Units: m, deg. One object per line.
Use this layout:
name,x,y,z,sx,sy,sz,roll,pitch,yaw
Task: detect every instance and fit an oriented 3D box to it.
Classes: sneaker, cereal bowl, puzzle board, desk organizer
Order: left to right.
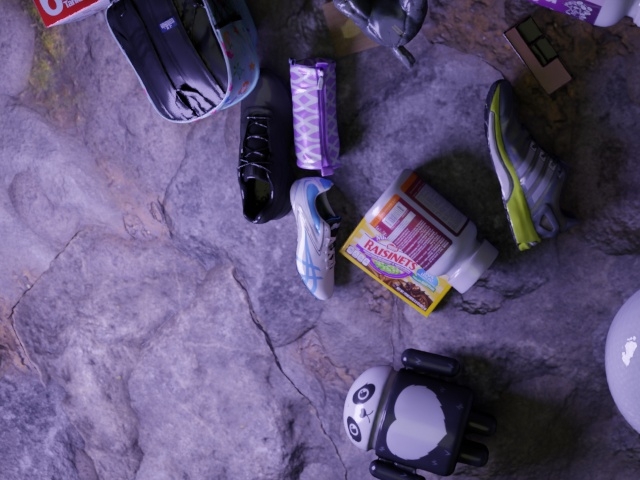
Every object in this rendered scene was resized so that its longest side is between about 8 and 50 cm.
sneaker,-0.099,-0.163,1.970,0.109,0.130,0.286,1,106,18
sneaker,0.000,0.000,2.017,0.086,0.085,0.237,-1,108,25
puzzle board,0.075,-0.381,1.914,0.128,0.011,0.096,-13,102,19
sneaker,0.355,-0.136,1.875,0.121,0.111,0.299,-16,108,9
desk organizer,0.363,-0.309,1.836,0.050,0.047,0.130,-35,96,20
cereal bowl,0.654,0.228,1.878,0.339,0.141,0.338,5,109,15

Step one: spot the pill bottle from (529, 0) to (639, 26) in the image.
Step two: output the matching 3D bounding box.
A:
pill bottle,0.409,-0.434,1.716,0.302,0.169,0.169,22,112,8

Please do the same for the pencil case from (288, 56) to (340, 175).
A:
pencil case,-0.006,-0.225,1.945,0.088,0.086,0.206,27,127,56

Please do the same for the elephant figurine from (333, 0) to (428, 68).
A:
elephant figurine,0.115,-0.442,1.814,0.169,0.239,0.186,21,129,-12

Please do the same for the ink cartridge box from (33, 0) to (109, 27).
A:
ink cartridge box,-0.390,-0.561,1.924,0.310,0.130,0.271,-21,99,21

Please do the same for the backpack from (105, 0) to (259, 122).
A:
backpack,-0.222,-0.339,1.908,0.225,0.191,0.253,-21,94,37

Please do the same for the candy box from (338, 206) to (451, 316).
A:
candy box,0.145,0.040,2.021,0.206,0.027,0.105,36,110,2

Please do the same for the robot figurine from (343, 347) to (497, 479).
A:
robot figurine,0.180,0.331,2.024,0.278,0.209,0.173,16,141,10

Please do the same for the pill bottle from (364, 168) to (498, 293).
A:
pill bottle,0.197,-0.014,1.938,0.221,0.121,0.121,40,113,1
